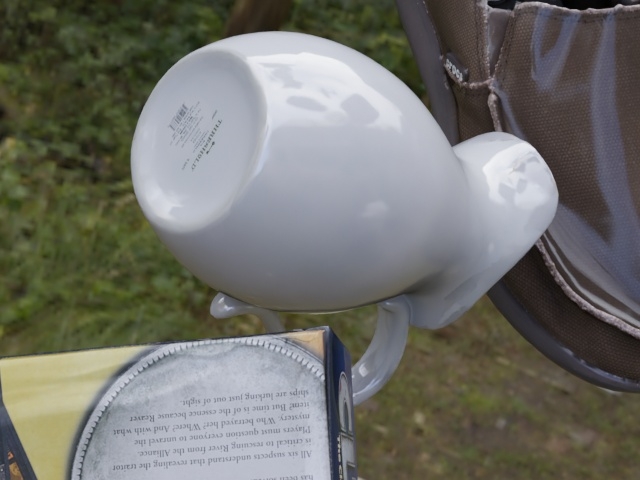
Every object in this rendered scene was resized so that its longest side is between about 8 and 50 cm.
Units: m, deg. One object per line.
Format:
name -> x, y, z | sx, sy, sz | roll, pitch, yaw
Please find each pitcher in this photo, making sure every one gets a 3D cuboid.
pitcher -> 0.000, 0.000, 0.674 | 0.207, 0.177, 0.125 | 18, 15, -48

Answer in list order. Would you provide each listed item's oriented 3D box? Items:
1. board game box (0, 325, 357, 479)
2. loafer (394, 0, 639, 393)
board game box -> -0.109, 0.117, 0.376 | 0.243, 0.165, 0.042 | -5, -16, 9
loafer -> 0.137, -0.086, 0.814 | 0.134, 0.130, 0.366 | -12, 68, -27
